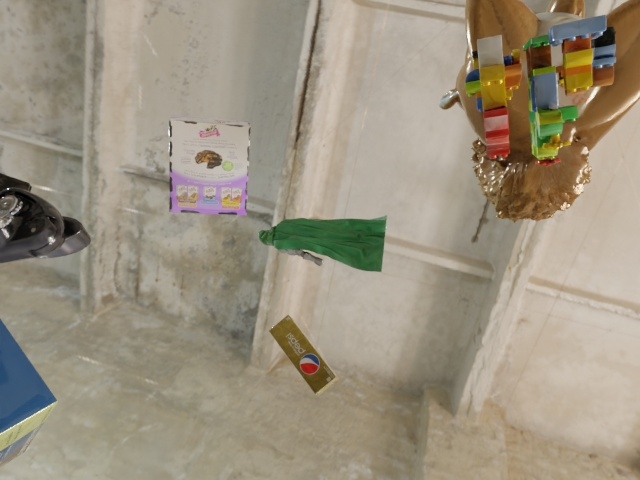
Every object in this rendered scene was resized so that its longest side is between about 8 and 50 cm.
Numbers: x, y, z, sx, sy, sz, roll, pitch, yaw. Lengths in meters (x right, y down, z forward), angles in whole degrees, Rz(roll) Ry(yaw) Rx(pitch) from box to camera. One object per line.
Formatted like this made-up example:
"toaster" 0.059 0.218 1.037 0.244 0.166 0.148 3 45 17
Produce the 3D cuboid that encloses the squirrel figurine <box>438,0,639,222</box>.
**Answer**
"squirrel figurine" 0.335 -0.225 0.861 0.280 0.370 0.398 -5 -76 -3

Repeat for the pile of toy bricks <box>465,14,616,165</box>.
"pile of toy bricks" 0.185 -0.113 0.408 0.117 0.212 0.105 -5 -76 21

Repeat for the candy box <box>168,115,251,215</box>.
"candy box" -0.236 -0.159 1.041 0.164 0.070 0.197 3 -69 -11

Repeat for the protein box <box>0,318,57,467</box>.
"protein box" -0.385 0.138 0.408 0.200 0.201 0.136 50 -54 8

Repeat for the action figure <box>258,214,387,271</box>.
"action figure" 0.000 0.000 0.882 0.231 0.137 0.064 6 -46 8

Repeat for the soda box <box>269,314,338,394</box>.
"soda box" -0.039 0.261 1.116 0.061 0.058 0.181 -39 -111 -5

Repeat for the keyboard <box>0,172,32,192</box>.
"keyboard" -0.557 -0.054 0.818 0.100 0.192 0.038 24 -66 -32

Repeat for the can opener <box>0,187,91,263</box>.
"can opener" -0.283 0.004 0.380 0.185 0.059 0.073 -8 -43 0
